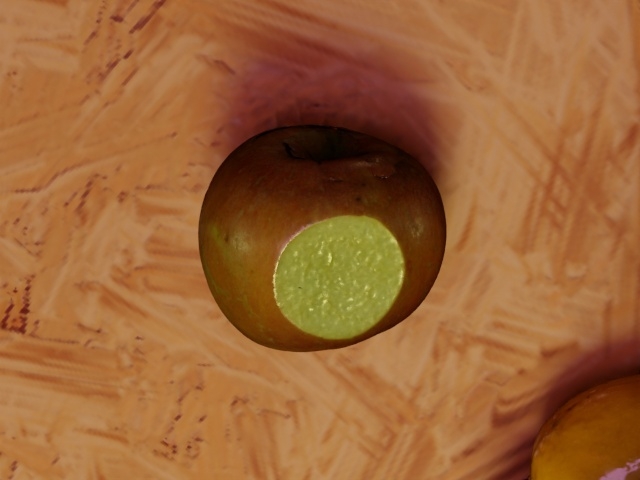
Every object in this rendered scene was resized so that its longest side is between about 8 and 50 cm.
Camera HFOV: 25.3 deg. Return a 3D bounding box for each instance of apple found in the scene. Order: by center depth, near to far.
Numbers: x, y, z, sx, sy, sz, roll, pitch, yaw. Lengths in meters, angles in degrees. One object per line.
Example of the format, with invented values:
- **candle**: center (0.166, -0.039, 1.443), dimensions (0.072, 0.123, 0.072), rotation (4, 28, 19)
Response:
- **apple**: center (0.000, 0.000, 0.664), dimensions (0.114, 0.099, 0.102), rotation (-3, 116, -14)

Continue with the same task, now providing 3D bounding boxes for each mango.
- **mango**: center (0.183, 0.115, 0.685), dimensions (0.187, 0.066, 0.101), rotation (2, 110, 4)
